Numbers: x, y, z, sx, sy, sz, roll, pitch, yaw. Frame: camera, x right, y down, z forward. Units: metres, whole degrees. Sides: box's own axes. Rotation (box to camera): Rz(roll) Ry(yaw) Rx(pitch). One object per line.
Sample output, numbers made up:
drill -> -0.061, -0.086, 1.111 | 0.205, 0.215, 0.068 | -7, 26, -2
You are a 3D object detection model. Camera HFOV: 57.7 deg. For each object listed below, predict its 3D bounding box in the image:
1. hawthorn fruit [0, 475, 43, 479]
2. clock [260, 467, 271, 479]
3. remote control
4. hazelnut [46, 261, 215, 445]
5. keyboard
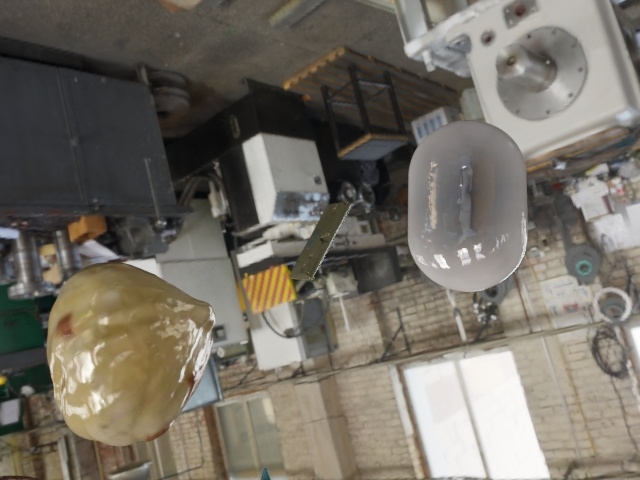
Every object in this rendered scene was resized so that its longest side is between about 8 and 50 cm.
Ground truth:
hawthorn fruit -> -0.130, 0.141, 0.268 | 0.066, 0.067, 0.103 | -18, 159, 25
clock -> -0.115, 0.594, 1.140 | 0.094, 0.224, 0.274 | 17, -160, -28
remote control -> 0.278, -0.069, 1.106 | 0.221, 0.332, 0.103 | 1, 172, 10
hazelnut -> -0.262, 0.144, 0.829 | 0.241, 0.261, 0.261 | -14, 172, 15
keyboard -> 0.000, 0.000, 0.815 | 0.015, 0.129, 0.049 | 40, 155, -28
